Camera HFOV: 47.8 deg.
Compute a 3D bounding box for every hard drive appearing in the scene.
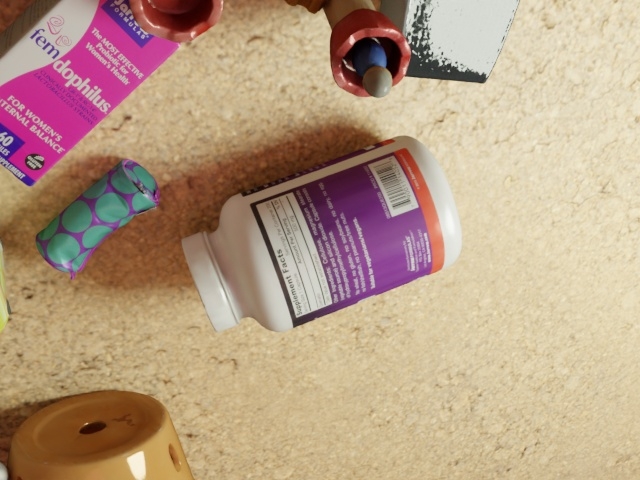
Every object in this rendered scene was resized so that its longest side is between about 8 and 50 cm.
[{"bbox_3d":[0.165,-0.310,0.853,0.171,0.054,0.255,1,120,-20],"label":"hard drive"}]

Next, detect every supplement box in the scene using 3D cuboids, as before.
[{"bbox_3d":[-0.265,-0.181,0.743,0.220,0.114,0.111,-42,124,6],"label":"supplement box"}]

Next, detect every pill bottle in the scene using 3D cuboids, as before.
[{"bbox_3d":[0.000,0.000,0.908,0.322,0.181,0.182,-21,125,-6],"label":"pill bottle"}]

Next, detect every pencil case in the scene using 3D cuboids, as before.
[{"bbox_3d":[-0.264,-0.027,0.866,0.151,0.064,0.070,-39,100,6],"label":"pencil case"}]

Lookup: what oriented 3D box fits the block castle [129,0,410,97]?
[{"bbox_3d":[0.031,-0.352,0.608,0.302,0.213,0.453,10,135,-28],"label":"block castle"}]

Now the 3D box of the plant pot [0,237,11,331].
[{"bbox_3d":[-0.443,0.001,0.727,0.207,0.228,0.227,-14,124,-19],"label":"plant pot"}]

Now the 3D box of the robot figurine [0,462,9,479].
[{"bbox_3d":[-0.522,0.272,0.824,0.299,0.200,0.354,28,95,-19],"label":"robot figurine"}]

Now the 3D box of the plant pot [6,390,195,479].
[{"bbox_3d":[-0.297,0.336,0.969,0.290,0.291,0.204,-7,106,-16],"label":"plant pot"}]
